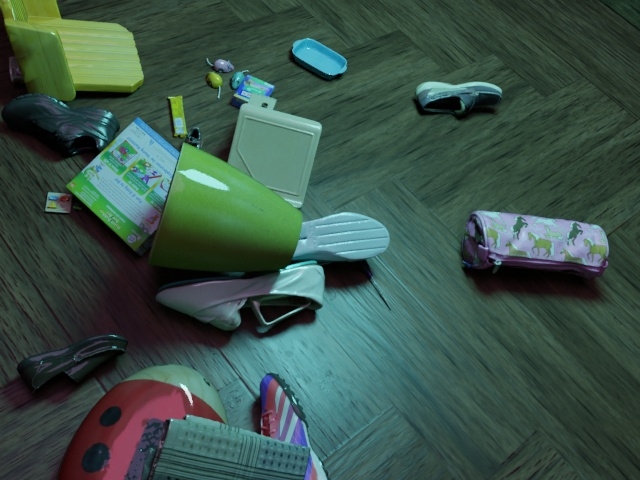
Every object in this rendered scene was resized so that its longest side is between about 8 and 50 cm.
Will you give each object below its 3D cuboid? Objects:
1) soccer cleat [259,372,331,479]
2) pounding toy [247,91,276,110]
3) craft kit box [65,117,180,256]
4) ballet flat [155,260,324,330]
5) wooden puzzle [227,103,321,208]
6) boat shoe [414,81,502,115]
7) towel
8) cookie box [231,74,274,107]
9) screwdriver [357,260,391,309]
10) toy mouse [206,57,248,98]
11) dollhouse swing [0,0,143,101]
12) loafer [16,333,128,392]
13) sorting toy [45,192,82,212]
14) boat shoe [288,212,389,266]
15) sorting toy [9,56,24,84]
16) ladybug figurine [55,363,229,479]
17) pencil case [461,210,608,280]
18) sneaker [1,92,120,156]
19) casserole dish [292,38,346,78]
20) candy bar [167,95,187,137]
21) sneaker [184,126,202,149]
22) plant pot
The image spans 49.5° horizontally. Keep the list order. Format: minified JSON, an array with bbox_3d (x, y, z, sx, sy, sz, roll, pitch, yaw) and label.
[{"bbox_3d":[-0.076,0.419,1.404,0.116,0.109,0.318,-15,62,-21],"label":"soccer cleat"},{"bbox_3d":[-0.167,-0.306,1.911,0.100,0.130,0.141,17,43,-3],"label":"pounding toy"},{"bbox_3d":[-0.438,-0.132,1.676,0.250,0.061,0.247,41,76,13],"label":"craft kit box"},{"bbox_3d":[-0.167,0.137,1.582,0.400,0.139,0.139,-8,57,-22],"label":"ballet flat"},{"bbox_3d":[-0.129,-0.222,1.838,0.220,0.044,0.239,14,93,-6],"label":"wooden puzzle"},{"bbox_3d":[0.442,-0.443,2.202,0.285,0.103,0.092,1,59,-11],"label":"boat shoe"},{"bbox_3d":[-0.184,0.485,1.218,0.324,0.056,0.312,25,73,-34],"label":"towel"},{"bbox_3d":[-0.197,-0.426,2.036,0.091,0.040,0.107,23,52,1],"label":"cookie box"},{"bbox_3d":[0.134,0.106,1.756,0.024,0.025,0.170,-19,70,-28],"label":"screwdriver"},{"bbox_3d":[-0.275,-0.503,2.076,0.143,0.031,0.161,-19,62,-28],"label":"toy mouse"},{"bbox_3d":[-0.665,-0.586,1.868,0.304,0.315,0.347,-12,54,-13],"label":"dollhouse swing"},{"bbox_3d":[-0.500,0.257,1.424,0.219,0.080,0.078,-17,70,-20],"label":"loafer"},{"bbox_3d":[-0.620,-0.092,1.681,0.083,0.012,0.062,3,53,-13],"label":"sorting toy"},{"bbox_3d":[0.000,0.000,1.722,0.334,0.119,0.121,-2,80,-14],"label":"boat shoe"},{"bbox_3d":[-0.800,-0.454,1.884,0.075,0.045,0.083,-5,53,-30],"label":"sorting toy"},{"bbox_3d":[-0.326,0.418,1.291,0.304,0.162,0.450,19,52,-3],"label":"ladybug figurine"},{"bbox_3d":[0.576,0.015,1.859,0.385,0.160,0.167,4,82,-14],"label":"pencil case"},{"bbox_3d":[-0.664,-0.286,1.759,0.286,0.109,0.130,8,59,-8],"label":"sneaker"},{"bbox_3d":[-0.006,-0.573,2.204,0.188,0.037,0.114,32,52,8],"label":"casserole dish"},{"bbox_3d":[-0.398,-0.348,1.934,0.040,0.018,0.162,-5,56,-15],"label":"candy bar"},{"bbox_3d":[-0.343,-0.239,1.838,0.061,0.065,0.158,5,53,-13],"label":"sneaker"},{"bbox_3d":[-0.198,-0.039,1.523,0.293,0.275,0.275,17,51,-13],"label":"plant pot"}]
